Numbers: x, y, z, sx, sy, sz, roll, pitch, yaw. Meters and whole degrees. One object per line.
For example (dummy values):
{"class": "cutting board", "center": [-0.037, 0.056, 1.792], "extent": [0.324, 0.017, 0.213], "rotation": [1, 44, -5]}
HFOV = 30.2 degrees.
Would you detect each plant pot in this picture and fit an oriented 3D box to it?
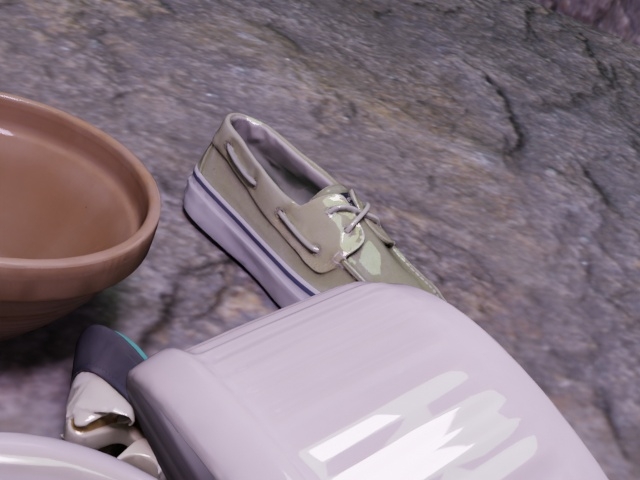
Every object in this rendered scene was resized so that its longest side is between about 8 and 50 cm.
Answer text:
{"class": "plant pot", "center": [-0.236, -0.007, 0.809], "extent": [0.237, 0.109, 0.237], "rotation": [16, 29, -9]}

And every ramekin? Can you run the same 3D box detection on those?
{"class": "ramekin", "center": [0.036, 0.141, 0.524], "extent": [0.127, 0.272, 0.273], "rotation": [-31, 48, -16]}

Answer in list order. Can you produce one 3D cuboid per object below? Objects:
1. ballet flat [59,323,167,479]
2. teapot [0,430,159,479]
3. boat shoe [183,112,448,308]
{"class": "ballet flat", "center": [-0.109, 0.122, 0.705], "extent": [0.074, 0.074, 0.203], "rotation": [-10, 42, -44]}
{"class": "teapot", "center": [-0.139, 0.201, 0.429], "extent": [0.256, 0.187, 0.252], "rotation": [38, 54, -5]}
{"class": "boat shoe", "center": [0.000, 0.000, 0.967], "extent": [0.302, 0.094, 0.109], "rotation": [36, 31, 28]}
